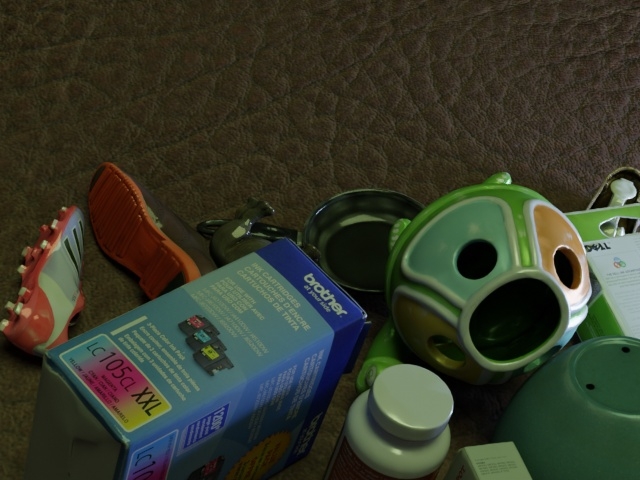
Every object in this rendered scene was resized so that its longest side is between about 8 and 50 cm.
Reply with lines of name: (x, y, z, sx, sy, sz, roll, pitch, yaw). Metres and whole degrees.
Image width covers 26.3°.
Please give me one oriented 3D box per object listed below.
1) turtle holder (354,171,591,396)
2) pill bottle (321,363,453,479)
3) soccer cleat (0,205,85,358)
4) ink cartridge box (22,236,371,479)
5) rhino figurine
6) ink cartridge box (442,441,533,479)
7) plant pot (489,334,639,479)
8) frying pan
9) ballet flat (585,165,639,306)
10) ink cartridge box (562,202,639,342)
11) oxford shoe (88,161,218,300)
turtle holder: (0.184, 0.069, 1.718, 0.320, 0.243, 0.227, -11, 20, -4)
pill bottle: (0.077, 0.243, 1.556, 0.121, 0.216, 0.121, 9, 44, -9)
soccer cleat: (-0.332, 0.054, 1.733, 0.095, 0.083, 0.248, 38, 32, -21)
ink cartridge box: (-0.119, 0.171, 1.527, 0.395, 0.270, 0.151, -28, 61, -38)
rhino figurine: (-0.049, 0.048, 1.809, 0.106, 0.073, 0.243, -43, 70, -10)
ink cartridge box: (0.205, 0.336, 1.567, 0.072, 0.127, 0.175, -3, 47, -23)
plant pot: (0.349, 0.229, 1.636, 0.290, 0.195, 0.290, 1, 40, -1)
frying pan: (0.013, 0.020, 1.891, 0.326, 0.053, 0.197, -15, 49, -15)
ballet flat: (0.411, -0.009, 2.011, 0.108, 0.106, 0.316, 24, 43, 7)
ink cartridge box: (0.444, 0.079, 1.909, 0.189, 0.097, 0.255, -8, 58, -26)
oxford shoe: (-0.220, -0.002, 1.824, 0.098, 0.097, 0.271, 6, 38, -49)
